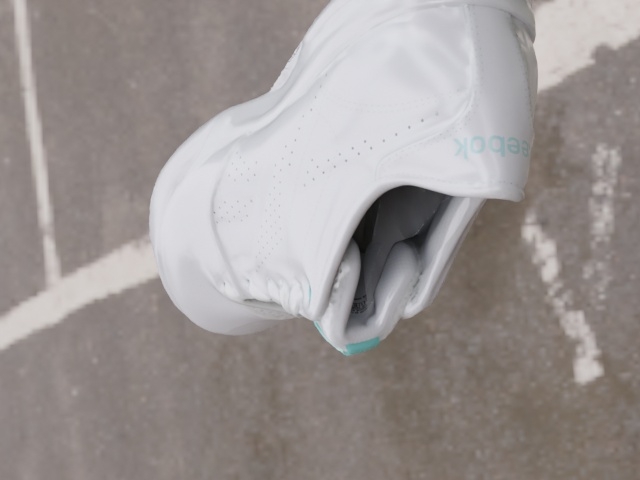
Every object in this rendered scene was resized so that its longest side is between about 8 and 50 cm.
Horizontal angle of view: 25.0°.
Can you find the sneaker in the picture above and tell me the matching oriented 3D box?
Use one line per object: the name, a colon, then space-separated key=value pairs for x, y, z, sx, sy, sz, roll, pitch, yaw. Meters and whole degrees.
sneaker: x=0.000 y=0.000 z=0.469 sx=0.212 sy=0.080 sz=0.094 roll=132 pitch=137 yaw=-53
